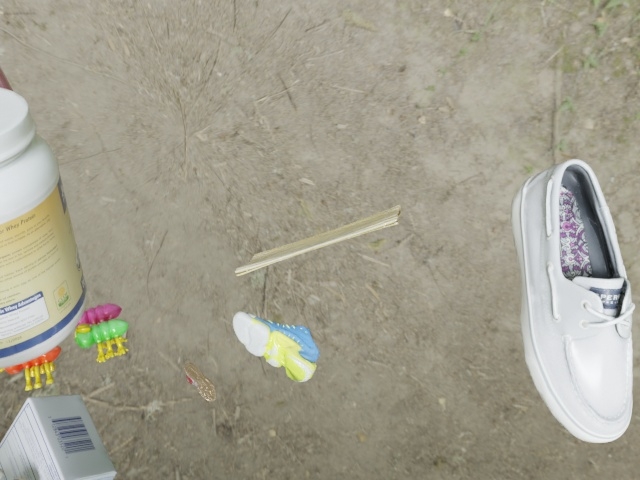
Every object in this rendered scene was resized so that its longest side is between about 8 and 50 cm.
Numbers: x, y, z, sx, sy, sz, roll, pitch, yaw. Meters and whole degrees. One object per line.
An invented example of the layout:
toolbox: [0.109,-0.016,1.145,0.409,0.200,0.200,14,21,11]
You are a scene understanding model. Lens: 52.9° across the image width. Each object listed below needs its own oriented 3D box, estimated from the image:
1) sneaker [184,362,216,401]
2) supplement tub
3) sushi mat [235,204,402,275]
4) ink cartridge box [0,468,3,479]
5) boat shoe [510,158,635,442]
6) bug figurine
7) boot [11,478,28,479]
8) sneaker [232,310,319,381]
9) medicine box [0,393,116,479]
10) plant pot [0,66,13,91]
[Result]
sneaker: [-0.310,0.371,1.669,0.042,0.067,0.118,-36,77,-21]
supplement tub: [-0.441,-0.015,0.826,0.228,0.228,0.316,-5,126,-11]
sushi mat: [0.000,0.000,1.212,0.317,0.151,0.019,-18,98,11]
ink cartridge box: [-0.473,0.322,0.589,0.066,0.261,0.296,57,40,-26]
boat shoe: [0.173,0.035,0.419,0.066,0.063,0.184,3,73,-8]
bug figurine: [-0.451,0.168,1.132,0.216,0.279,0.072,-14,101,-19]
boot: [-0.780,0.653,1.453,0.090,0.207,0.248,49,44,-8]
sneaker: [-0.102,0.244,1.601,0.240,0.126,0.091,41,126,4]
medicine box: [-0.689,0.585,1.632,0.149,0.263,0.289,10,122,-51]
plant pot: [-0.626,-0.247,1.131,0.201,0.201,0.180,-36,103,-4]
